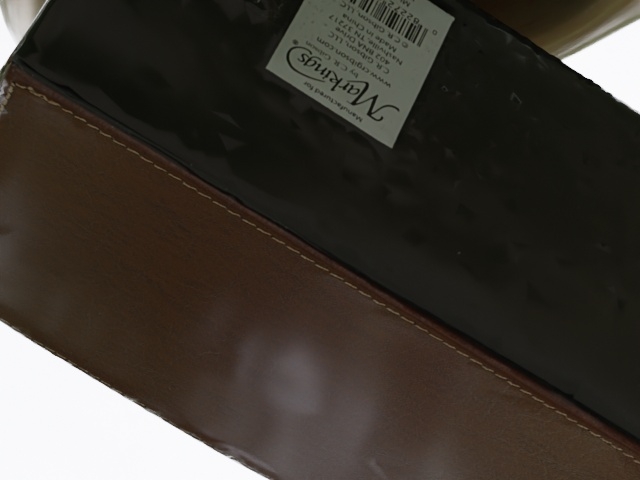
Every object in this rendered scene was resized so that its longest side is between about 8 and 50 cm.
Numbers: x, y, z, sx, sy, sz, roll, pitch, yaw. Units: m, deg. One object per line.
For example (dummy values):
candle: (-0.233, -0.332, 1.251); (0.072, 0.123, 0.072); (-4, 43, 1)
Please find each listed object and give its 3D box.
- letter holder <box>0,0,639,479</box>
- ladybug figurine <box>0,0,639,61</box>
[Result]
letter holder: (0.000, 0.000, 0.667); (0.301, 0.214, 0.152); (31, -123, -9)
ladybug figurine: (0.036, -0.197, 0.743); (0.449, 0.305, 0.162); (-18, -121, 27)
